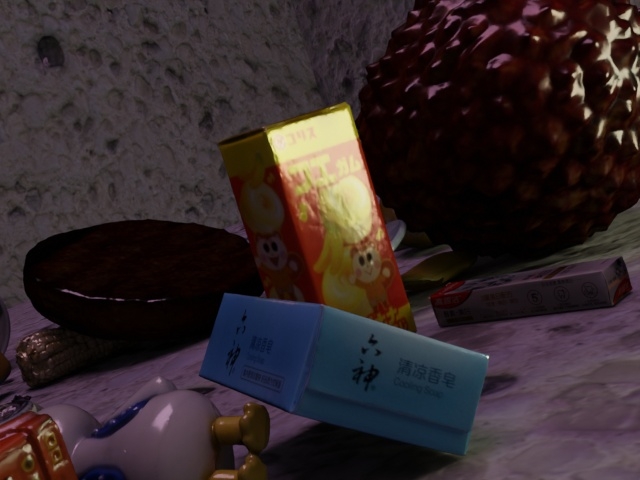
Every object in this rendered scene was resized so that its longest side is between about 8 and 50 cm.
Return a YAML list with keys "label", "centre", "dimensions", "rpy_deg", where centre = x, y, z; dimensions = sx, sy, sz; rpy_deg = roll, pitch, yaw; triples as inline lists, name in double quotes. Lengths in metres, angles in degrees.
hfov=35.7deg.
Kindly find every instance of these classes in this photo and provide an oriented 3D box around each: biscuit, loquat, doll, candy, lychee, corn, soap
- label: "biscuit"
  centre: [-0.292, 0.063, 1.671]
  dimensions: [0.407, 0.091, 0.407]
  rpy_deg: [2, 19, -1]
- label: "loquat"
  centre: [0.176, -0.057, 1.730]
  dimensions: [0.152, 0.152, 0.195]
  rpy_deg: [-16, 9, 14]
- label: "doll"
  centre: [-0.168, 0.174, 0.768]
  dimensions: [0.293, 0.138, 0.119]
  rpy_deg: [-11, -32, 30]
- label: "candy"
  centre: [0.000, 0.000, 1.088]
  dimensions: [0.088, 0.276, 0.146]
  rpy_deg: [-10, 11, 46]
- label: "lychee"
  centre: [0.285, -0.196, 1.359]
  dimensions: [0.500, 0.424, 0.424]
  rpy_deg: [-30, 7, -5]
- label: "corn"
  centre: [-0.391, 0.165, 1.609]
  dimensions: [0.211, 0.087, 0.087]
  rpy_deg: [-23, 8, -36]
- label: "soap"
  centre: [0.154, 0.045, 1.389]
  dimensions: [0.089, 0.033, 0.168]
  rpy_deg: [-14, 7, 44]

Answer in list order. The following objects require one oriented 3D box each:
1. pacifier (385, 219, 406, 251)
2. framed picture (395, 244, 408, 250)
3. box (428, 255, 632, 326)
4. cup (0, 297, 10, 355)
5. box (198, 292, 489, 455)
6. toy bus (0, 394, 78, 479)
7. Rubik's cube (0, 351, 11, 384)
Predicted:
- label: "pacifier"
  centre: [-0.021, 0.013, 1.324]
  dimensions: [0.238, 0.226, 0.287]
  rpy_deg: [-37, 8, -8]
- label: "framed picture"
  centre: [0.021, 0.021, 1.999]
  dimensions: [0.446, 0.028, 0.326]
  rpy_deg: [-16, 7, 12]
- label: "box"
  centre: [0.220, 0.057, 1.068]
  dimensions: [0.218, 0.039, 0.055]
  rpy_deg: [-13, 9, 41]
- label: "cup"
  centre: [-0.736, 0.170, 1.933]
  dimensions: [0.212, 0.212, 0.317]
  rpy_deg: [-20, 6, -25]
- label: "box"
  centre: [0.009, 0.101, 0.791]
  dimensions: [0.142, 0.083, 0.232]
  rpy_deg: [19, -9, -21]
- label: "toy bus"
  centre: [-0.309, 0.213, 0.693]
  dimensions: [0.329, 0.143, 0.153]
  rpy_deg: [-11, 13, 32]
- label: "Rubik's cube"
  centre: [-0.580, 0.212, 1.504]
  dimensions: [0.254, 0.254, 0.254]
  rpy_deg: [-17, 6, 2]
